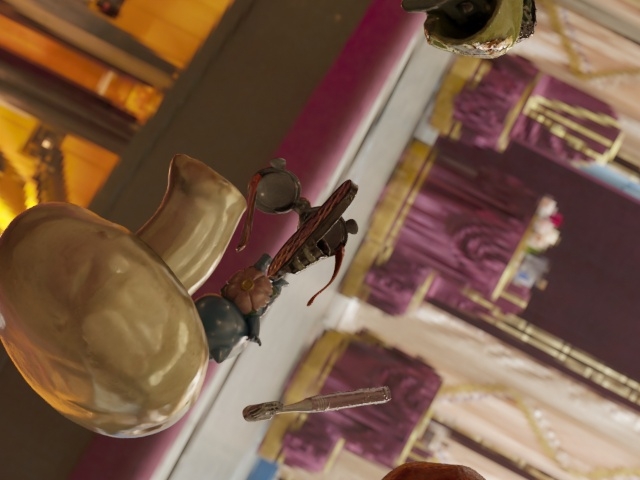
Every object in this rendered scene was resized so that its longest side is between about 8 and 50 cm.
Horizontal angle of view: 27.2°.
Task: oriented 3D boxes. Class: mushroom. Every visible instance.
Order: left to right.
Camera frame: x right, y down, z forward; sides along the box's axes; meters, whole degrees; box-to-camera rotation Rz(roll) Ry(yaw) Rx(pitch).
[{"bbox_3d":[-0.258,0.069,1.599,0.356,0.315,0.315,-65,175,22],"label":"mushroom"}]

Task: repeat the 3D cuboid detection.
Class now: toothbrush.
[{"bbox_3d":[0.007,0.212,1.741,0.029,0.024,0.354,-24,166,28],"label":"toothbrush"}]

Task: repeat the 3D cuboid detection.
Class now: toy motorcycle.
[{"bbox_3d":[0.128,-0.370,1.520,0.168,0.410,0.237,-26,-154,28],"label":"toy motorcycle"}]

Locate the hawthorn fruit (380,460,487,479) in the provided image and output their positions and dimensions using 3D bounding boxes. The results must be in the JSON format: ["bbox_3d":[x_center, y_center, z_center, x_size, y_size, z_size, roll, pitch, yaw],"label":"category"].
[{"bbox_3d":[0.130,0.397,1.766,0.225,0.196,0.197,-13,136,-50],"label":"hawthorn fruit"}]

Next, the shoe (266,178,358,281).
[{"bbox_3d":[0.000,0.000,1.726,0.179,0.049,0.071,-47,-165,21],"label":"shoe"}]

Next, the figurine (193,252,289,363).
[{"bbox_3d":[-0.128,0.105,1.944,0.178,0.114,0.144,-43,-175,-18],"label":"figurine"}]

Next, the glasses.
[{"bbox_3d":[-0.041,-0.014,2.472,0.118,0.234,0.268,-43,-163,18],"label":"glasses"}]
